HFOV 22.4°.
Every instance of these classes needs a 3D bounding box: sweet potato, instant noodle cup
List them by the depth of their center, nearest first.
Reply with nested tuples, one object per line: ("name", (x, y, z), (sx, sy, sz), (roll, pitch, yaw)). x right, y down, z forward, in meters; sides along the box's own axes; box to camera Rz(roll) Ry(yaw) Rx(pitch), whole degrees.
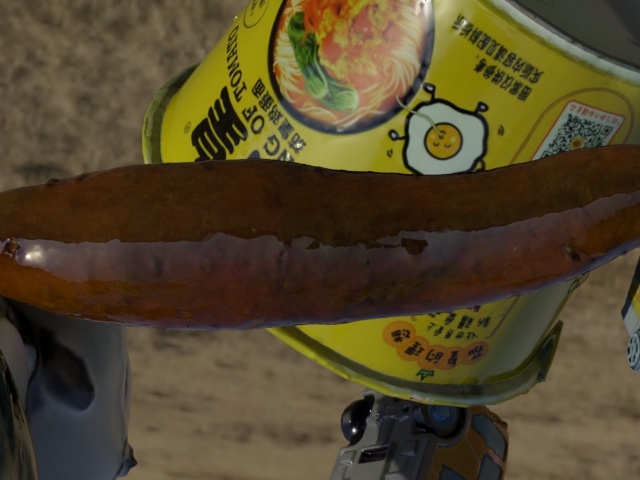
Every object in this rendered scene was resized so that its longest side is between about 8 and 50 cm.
("sweet potato", (0.000, 0.000, 0.503), (0.264, 0.057, 0.057), (-3, 166, 1))
("instant noodle cup", (0.084, -0.095, 1.026), (0.325, 0.325, 0.254), (17, 128, -27))

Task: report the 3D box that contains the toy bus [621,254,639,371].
("toy bus", (0.235, 0.068, 0.977), (0.064, 0.075, 0.190), (9, -159, -7))

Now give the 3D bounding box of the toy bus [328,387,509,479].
("toy bus", (0.086, 0.220, 1.417), (0.136, 0.209, 0.126), (35, 149, -26))

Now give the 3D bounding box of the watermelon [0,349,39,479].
("watermelon", (-0.172, 0.159, 0.546), (0.188, 0.175, 0.322), (3, 130, -35))

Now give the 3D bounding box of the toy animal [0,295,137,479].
("toy animal", (-0.249, 0.106, 1.061), (0.251, 0.251, 0.310), (5, 171, 18))
